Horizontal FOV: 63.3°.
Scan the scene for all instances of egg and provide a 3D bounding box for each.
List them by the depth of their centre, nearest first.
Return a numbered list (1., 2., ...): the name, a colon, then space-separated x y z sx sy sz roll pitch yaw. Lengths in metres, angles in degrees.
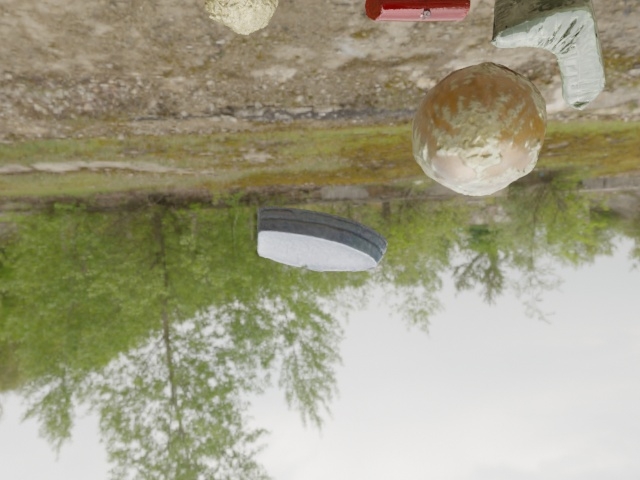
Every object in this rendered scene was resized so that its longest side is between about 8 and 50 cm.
1. egg: -0.120 -0.379 0.795 0.118 0.116 0.140 6 -170 6
2. egg: 0.244 -0.172 0.808 0.204 0.203 0.245 -1 -158 33

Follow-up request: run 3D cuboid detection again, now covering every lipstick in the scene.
1. lipstick: 0.238 -0.559 1.238 0.280 0.073 0.073 -14 -173 -28

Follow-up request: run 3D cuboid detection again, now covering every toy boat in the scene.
1. toy boat: 0.000 0.000 1.097 0.283 0.078 0.127 11 141 2

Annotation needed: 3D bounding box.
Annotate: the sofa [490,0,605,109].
1. sofa: 0.465 -0.404 1.053 0.176 0.210 0.225 -10 139 31
